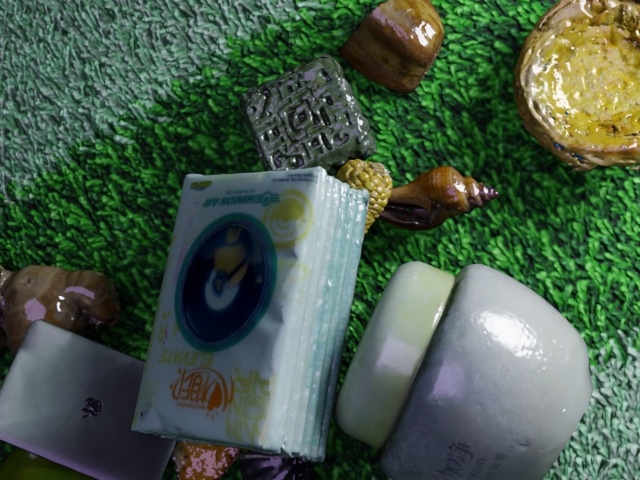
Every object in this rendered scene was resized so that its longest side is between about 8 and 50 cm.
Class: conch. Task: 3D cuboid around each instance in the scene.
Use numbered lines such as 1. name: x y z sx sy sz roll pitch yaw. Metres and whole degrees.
1. conch: 0.158 -0.058 1.820 0.232 0.080 0.086 -22 68 33

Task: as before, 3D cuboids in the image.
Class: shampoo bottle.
1. shampoo bottle: 0.200 0.197 1.665 0.317 0.322 0.323 23 90 2

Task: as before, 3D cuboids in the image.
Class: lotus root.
1. lotus root: 0.118 -0.309 1.835 0.135 0.095 0.159 41 100 7

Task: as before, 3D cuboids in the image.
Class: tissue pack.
1. tissue pack: -0.097 0.100 1.692 0.287 0.162 0.388 -1 74 43

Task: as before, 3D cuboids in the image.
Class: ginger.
1. ginger: -0.491 0.123 1.886 0.375 0.176 0.256 -4 102 9

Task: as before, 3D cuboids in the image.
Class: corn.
1. corn: 0.000 0.000 1.816 0.101 0.101 0.292 43 108 11

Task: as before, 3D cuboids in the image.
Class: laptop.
1. laptop: -0.335 0.246 1.764 0.269 0.015 0.188 23 66 -4

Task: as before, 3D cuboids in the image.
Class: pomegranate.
1. pomegranate: -0.420 0.409 1.789 0.236 0.301 0.236 21 119 43

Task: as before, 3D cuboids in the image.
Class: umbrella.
1. umbrella: -0.061 0.407 1.787 0.113 0.106 0.358 2 81 19

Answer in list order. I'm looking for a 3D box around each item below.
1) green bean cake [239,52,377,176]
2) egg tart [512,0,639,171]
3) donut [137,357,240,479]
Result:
1. green bean cake: -0.024 -0.176 1.849 0.181 0.094 0.173 -23 81 8
2. egg tart: 0.423 -0.230 1.765 0.290 0.107 0.291 -2 82 14
3. donut: -0.181 0.271 1.850 0.141 0.085 0.217 -15 82 8
